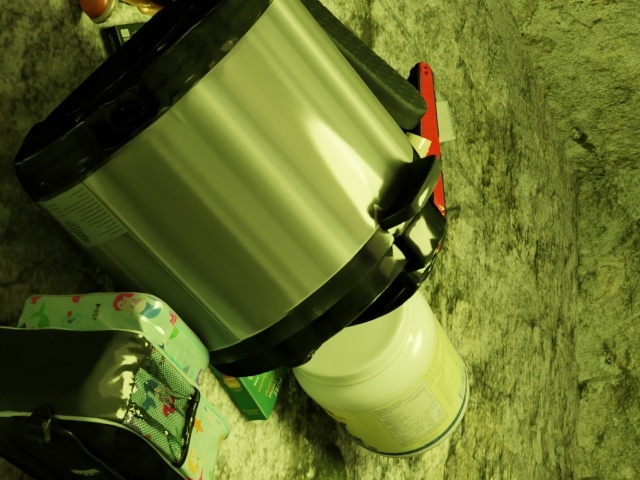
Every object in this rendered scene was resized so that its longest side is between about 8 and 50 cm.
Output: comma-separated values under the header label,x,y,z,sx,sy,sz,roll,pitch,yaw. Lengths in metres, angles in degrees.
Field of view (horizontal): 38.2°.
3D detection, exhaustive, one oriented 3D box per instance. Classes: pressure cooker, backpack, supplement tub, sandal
label,x,y,z,sx,sy,sz,roll,pitch,yaw
pressure cooker,-0.083,-0.052,1.058,0.420,0.375,0.370,49,1,-21
backpack,-0.215,0.173,0.942,0.253,0.225,0.191,59,38,-41
supplement tub,0.090,0.191,1.483,0.325,0.235,0.235,54,36,-51
sandal,-0.028,-0.315,1.465,0.446,0.107,0.167,43,24,5

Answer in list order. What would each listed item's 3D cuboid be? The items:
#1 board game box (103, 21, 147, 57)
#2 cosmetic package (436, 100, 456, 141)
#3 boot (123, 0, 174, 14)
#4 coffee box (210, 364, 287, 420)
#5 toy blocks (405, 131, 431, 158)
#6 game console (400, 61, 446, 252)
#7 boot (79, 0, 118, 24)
label,x,y,z,sx,sy,sz,roll,pitch,yaw
board game box,-0.223,-0.243,1.293,0.186,0.026,0.126,-34,111,-61
cosmetic package,0.249,-0.272,2.185,0.239,0.060,0.099,-21,97,-63
boot,-0.210,-0.429,1.325,0.295,0.104,0.211,-22,106,-58
coffee box,-0.114,0.162,1.341,0.184,0.040,0.113,60,32,-33
toy blocks,-0.042,-0.101,1.443,0.288,0.309,0.260,12,103,-49
game console,0.129,-0.078,1.648,0.386,0.060,0.342,121,-31,-64
boot,-0.301,-0.348,1.151,0.084,0.059,0.158,9,64,-59
